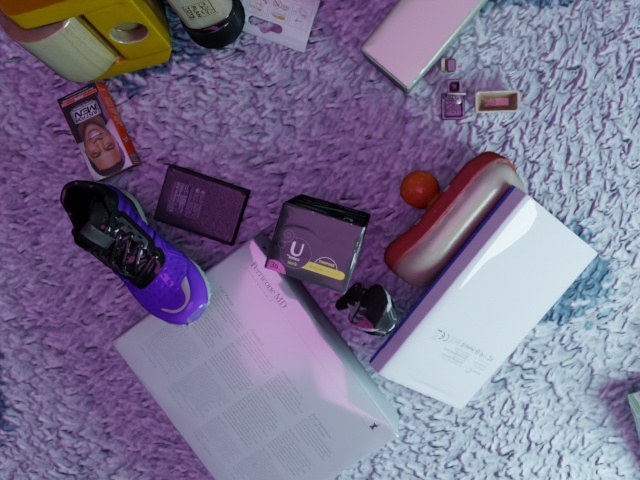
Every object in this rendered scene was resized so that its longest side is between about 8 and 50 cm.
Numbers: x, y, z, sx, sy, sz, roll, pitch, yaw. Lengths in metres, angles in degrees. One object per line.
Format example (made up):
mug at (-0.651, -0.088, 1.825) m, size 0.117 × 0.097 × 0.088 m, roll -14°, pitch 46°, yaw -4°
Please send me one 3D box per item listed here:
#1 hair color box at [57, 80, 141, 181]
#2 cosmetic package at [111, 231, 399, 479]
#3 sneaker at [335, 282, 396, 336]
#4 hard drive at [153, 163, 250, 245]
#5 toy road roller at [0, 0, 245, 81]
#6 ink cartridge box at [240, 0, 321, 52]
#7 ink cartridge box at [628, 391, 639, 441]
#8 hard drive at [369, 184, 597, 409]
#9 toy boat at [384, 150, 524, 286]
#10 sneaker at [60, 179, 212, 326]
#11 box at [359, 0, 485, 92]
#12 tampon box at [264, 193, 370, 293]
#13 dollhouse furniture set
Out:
hair color box at (-0.348, -0.171, 1.108) m, size 0.072 × 0.043 × 0.141 m, roll -24°, pitch 95°, yaw 8°
cosmetic package at (-0.098, 0.220, 1.110) m, size 0.285 × 0.097 × 0.377 m, roll -35°, pitch 93°, yaw 12°
sneaker at (0.085, 0.110, 1.042) m, size 0.077 × 0.178 × 0.072 m, roll 41°, pitch 89°, yaw -12°
hard drive at (-0.189, -0.056, 1.117) m, size 0.135 × 0.022 × 0.094 m, roll 19°, pitch 100°, yaw 4°
toy road roller at (-0.276, -0.389, 0.989) m, size 0.330 × 0.202 × 0.240 m, roll -16°, pitch 76°, yaw 7°
ink cartridge box at (-0.059, -0.394, 1.055) m, size 0.146 × 0.045 × 0.179 m, roll 20°, pitch 118°, yaw 2°
ink cartridge box at (0.584, 0.313, 1.071) m, size 0.171 × 0.056 × 0.235 m, roll -20°, pitch 115°, yaw 9°
hard drive at (0.242, 0.096, 1.026) m, size 0.210 × 0.040 × 0.318 m, roll 29°, pitch 103°, yaw -37°
toy boat at (0.176, -0.046, 1.036) m, size 0.231 × 0.151 × 0.151 m, roll -51°, pitch 60°, yaw 10°
sneaker at (-0.287, 0.013, 1.025) m, size 0.293 × 0.146 × 0.102 m, roll 43°, pitch 93°, yaw 24°
box at (0.179, -0.344, 0.991) m, size 0.094 × 0.113 × 0.275 m, roll 41°, pitch 99°, yaw 0°
tampon box at (0.000, 0.000, 1.034) m, size 0.121 × 0.161 × 0.101 m, roll 17°, pitch 100°, yaw 4°
dollhouse furniture set at (0.234, -0.222, 1.016) m, size 0.115 × 0.081 × 0.090 m, roll -1°, pitch 98°, yaw 6°
